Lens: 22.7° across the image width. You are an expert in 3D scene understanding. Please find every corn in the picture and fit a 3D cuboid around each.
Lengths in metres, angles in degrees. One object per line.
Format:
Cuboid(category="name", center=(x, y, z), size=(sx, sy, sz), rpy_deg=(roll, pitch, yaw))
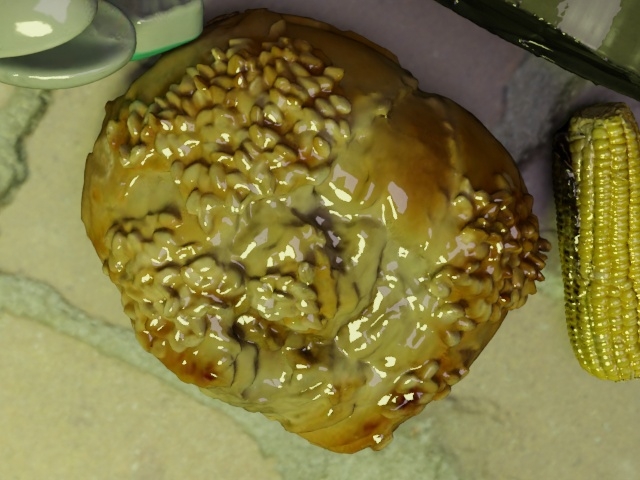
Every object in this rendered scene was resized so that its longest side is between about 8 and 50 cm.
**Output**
Cuboid(category="corn", center=(0.204, 0.004, 1.125), size=(0.072, 0.072, 0.203), rpy_deg=(-11, 107, -9))

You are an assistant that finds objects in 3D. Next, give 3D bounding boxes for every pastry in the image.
Cuboid(category="pastry", center=(0.000, 0.000, 1.029), size=(0.311, 0.162, 0.255), rpy_deg=(29, 96, -20))

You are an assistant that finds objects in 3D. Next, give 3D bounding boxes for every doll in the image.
Cuboid(category="doll", center=(-0.194, -0.149, 0.937), size=(0.258, 0.153, 0.195), rpy_deg=(-29, 75, -16))

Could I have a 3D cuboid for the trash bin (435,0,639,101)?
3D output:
Cuboid(category="trash bin", center=(0.197, -0.252, 0.965), size=(0.203, 0.252, 0.301), rpy_deg=(30, 98, 23))
